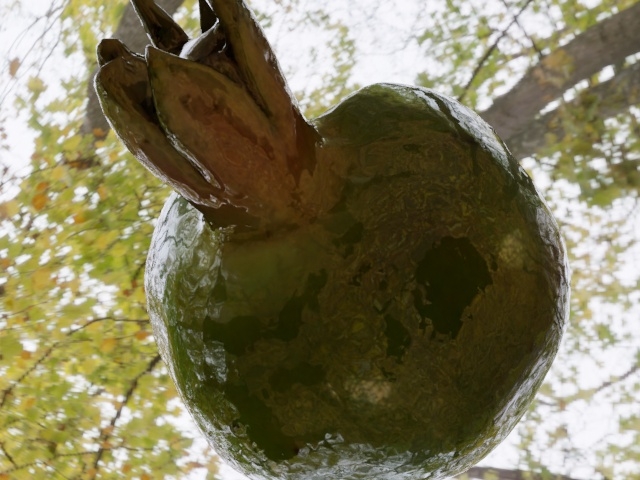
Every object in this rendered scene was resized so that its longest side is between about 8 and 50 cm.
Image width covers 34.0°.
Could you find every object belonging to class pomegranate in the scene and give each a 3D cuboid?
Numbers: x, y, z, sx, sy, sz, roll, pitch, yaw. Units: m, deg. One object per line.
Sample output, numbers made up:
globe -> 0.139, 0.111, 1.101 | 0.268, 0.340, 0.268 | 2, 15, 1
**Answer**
pomegranate -> 0.000, 0.000, 0.544 | 0.236, 0.236, 0.302 | -56, -43, -20
